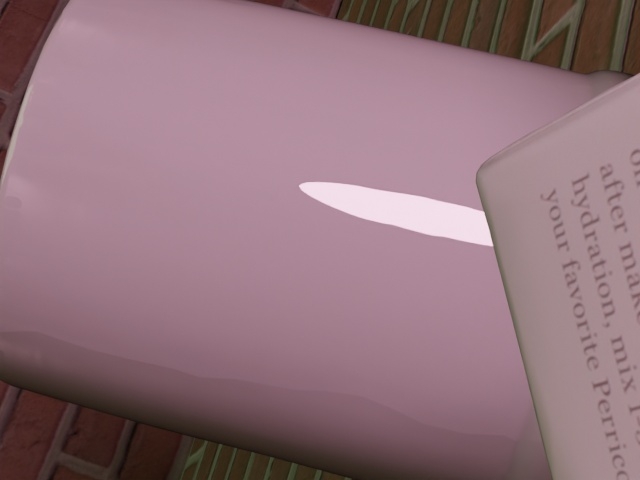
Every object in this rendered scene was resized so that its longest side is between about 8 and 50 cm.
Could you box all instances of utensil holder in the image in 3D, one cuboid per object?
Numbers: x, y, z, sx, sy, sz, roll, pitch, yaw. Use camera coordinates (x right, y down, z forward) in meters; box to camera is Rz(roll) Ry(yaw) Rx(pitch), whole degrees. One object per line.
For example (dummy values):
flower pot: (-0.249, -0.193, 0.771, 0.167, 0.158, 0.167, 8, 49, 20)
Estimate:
utensil holder: (0.000, 0.000, 0.927, 0.327, 0.386, 0.327, 14, -90, -87)

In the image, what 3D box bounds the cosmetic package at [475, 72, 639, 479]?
cosmetic package: (0.249, 0.012, 0.245, 0.453, 0.162, 0.230, -28, 70, 54)
